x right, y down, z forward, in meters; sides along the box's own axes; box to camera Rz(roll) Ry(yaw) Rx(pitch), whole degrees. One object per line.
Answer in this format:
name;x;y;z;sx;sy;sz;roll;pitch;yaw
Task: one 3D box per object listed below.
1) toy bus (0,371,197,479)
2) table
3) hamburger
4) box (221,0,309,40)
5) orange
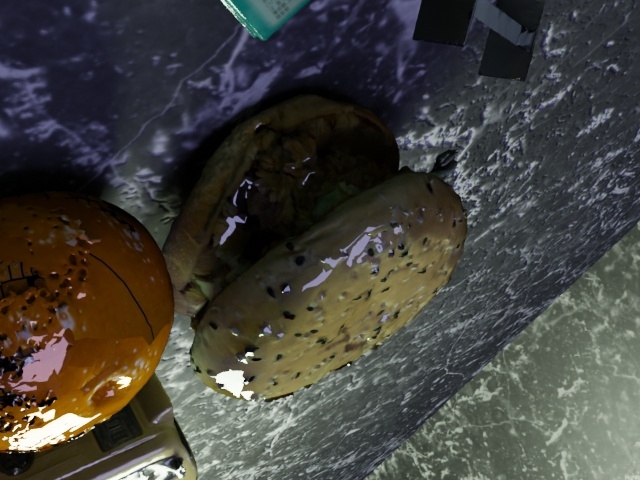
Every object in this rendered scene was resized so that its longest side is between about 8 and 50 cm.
toy bus;-0.321;0.265;0.913;0.365;0.177;0.202;-22;146;-27
table;0.163;-0.250;0.767;0.146;0.062;0.175;6;100;-56
hamburger;0.000;0.000;0.851;0.318;0.195;0.277;-21;153;-36
box;0.002;-0.262;0.511;0.245;0.092;0.153;-39;156;7
orange;-0.230;0.067;0.694;0.234;0.182;0.234;-35;148;-26
